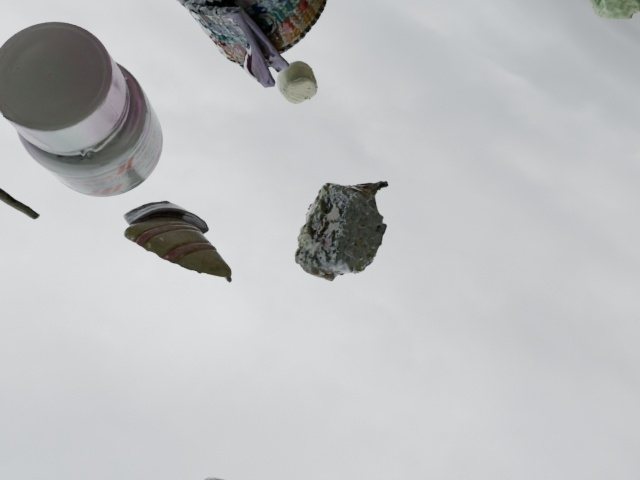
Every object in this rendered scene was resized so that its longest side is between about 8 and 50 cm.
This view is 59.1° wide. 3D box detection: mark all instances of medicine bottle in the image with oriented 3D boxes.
[{"bbox_3d":[-0.464,-0.245,1.108,0.255,0.325,0.256,1,-104,-4],"label":"medicine bottle"}]

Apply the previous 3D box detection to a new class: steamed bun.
[{"bbox_3d":[-0.070,-0.457,1.613,0.130,0.112,0.091,40,-150,-68],"label":"steamed bun"}]

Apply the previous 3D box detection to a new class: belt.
[{"bbox_3d":[-0.103,-0.385,0.856,0.295,0.207,0.160,51,-174,37],"label":"belt"}]

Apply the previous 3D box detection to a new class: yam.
[{"bbox_3d":[-0.671,-0.109,1.124,0.234,0.029,0.027,38,175,-29],"label":"yam"}]

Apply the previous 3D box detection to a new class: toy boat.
[{"bbox_3d":[-0.399,-0.011,1.549,0.276,0.111,0.293,13,-159,-36],"label":"toy boat"}]

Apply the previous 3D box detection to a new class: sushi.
[{"bbox_3d":[0.051,-0.036,1.349,0.139,0.274,0.184,19,180,-41],"label":"sushi"}]

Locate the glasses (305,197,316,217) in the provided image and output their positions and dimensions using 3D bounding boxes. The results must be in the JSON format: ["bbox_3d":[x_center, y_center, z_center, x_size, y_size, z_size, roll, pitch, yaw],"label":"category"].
[{"bbox_3d":[0.001,-0.003,1.735,0.162,0.095,0.256,17,-119,-51],"label":"glasses"}]

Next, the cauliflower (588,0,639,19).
[{"bbox_3d":[0.640,-0.549,1.094,0.326,0.261,0.281,26,-176,7],"label":"cauliflower"}]

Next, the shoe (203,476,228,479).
[{"bbox_3d":[-0.191,0.511,0.953,0.124,0.316,0.159,17,-102,13],"label":"shoe"}]
